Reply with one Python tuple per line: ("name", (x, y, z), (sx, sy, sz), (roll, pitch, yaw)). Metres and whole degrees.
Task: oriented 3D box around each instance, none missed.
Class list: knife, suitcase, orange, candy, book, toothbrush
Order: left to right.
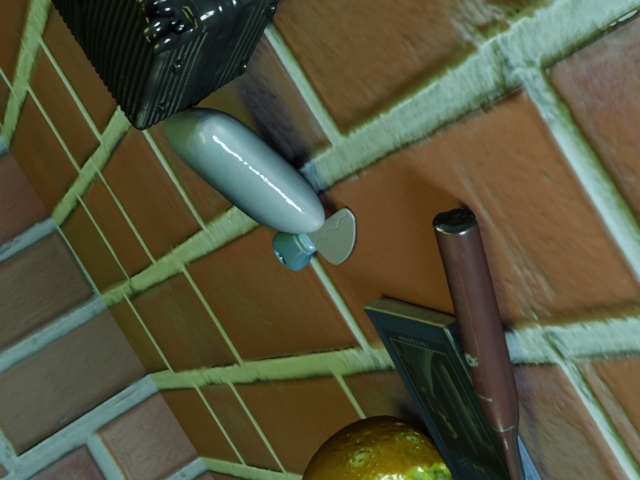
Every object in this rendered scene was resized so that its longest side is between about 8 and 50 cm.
("suitcase", (-0.164, -0.254, 1.335), (0.229, 0.152, 0.335), (58, 164, 3))
("candy", (-0.080, -0.075, 1.511), (0.174, 0.071, 0.138), (41, 170, -22))
("knife", (0.001, 0.002, 1.565), (0.058, 0.032, 0.244), (61, 160, -5))
("orange", (0.059, 0.295, 1.643), (0.158, 0.179, 0.237), (45, 162, 31))
("book", (0.147, 0.184, 1.458), (0.269, 0.025, 0.191), (62, 163, -14))
("toothbrush", (0.152, 0.120, 1.282), (0.041, 0.041, 0.364), (39, 153, 49))
